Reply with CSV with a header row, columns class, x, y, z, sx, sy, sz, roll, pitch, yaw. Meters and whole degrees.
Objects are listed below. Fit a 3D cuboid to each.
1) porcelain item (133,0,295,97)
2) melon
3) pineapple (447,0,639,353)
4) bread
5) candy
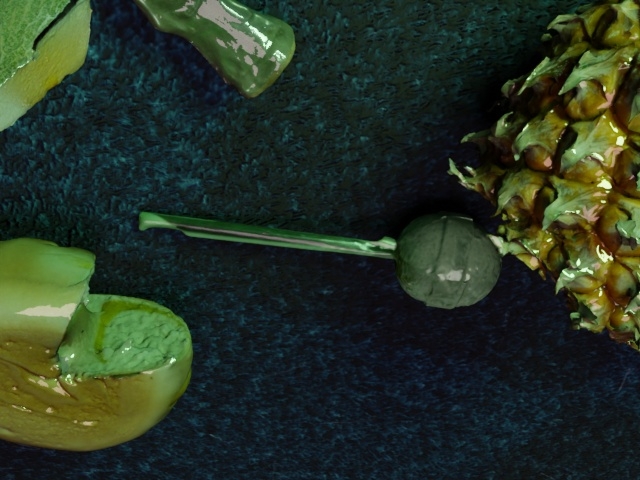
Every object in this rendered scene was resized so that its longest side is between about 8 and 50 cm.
class,x,y,z,sx,sy,sz,roll,pitch,yaw
porcelain item,-0.128,-0.227,0.769,0.215,0.069,0.081,33,124,-30
melon,-0.314,-0.175,0.780,0.139,0.202,0.093,26,153,16
pineapple,0.327,-0.079,0.760,0.352,0.352,0.300,21,125,-21
bread,-0.330,0.128,0.996,0.333,0.160,0.333,-2,129,-2
candy,0.000,0.000,0.974,0.439,0.119,0.119,9,130,-1
